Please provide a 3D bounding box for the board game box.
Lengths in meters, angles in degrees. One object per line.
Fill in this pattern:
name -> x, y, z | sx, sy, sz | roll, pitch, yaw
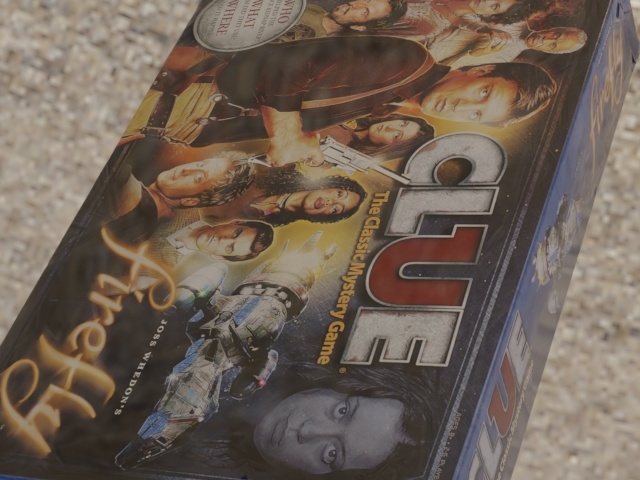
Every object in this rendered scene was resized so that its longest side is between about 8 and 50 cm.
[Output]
board game box -> 0.000, 0.000, 0.569 | 0.165, 0.243, 0.042 | 2, 135, 23
